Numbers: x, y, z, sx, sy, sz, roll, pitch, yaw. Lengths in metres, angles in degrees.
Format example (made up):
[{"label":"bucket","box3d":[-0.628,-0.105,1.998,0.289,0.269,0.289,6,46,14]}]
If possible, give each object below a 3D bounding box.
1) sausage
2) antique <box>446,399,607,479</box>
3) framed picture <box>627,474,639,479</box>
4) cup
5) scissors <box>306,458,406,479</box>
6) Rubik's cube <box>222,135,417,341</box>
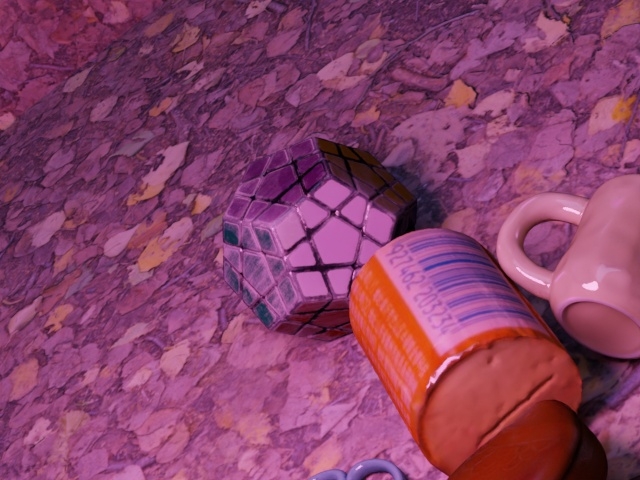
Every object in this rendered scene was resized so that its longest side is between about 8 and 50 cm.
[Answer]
[{"label":"sausage","box3d":[0.185,0.144,1.888,0.233,0.233,0.287,-37,34,2]},{"label":"antique","box3d":[0.231,0.319,1.702,0.278,0.129,0.223,-46,12,-18]},{"label":"framed picture","box3d":[0.315,0.355,1.646,0.195,0.010,0.199,-33,14,36]},{"label":"cup","box3d":[0.371,0.017,1.863,0.202,0.255,0.173,-59,-1,-29]},{"label":"scissors","box3d":[0.010,0.478,1.840,0.192,0.029,0.447,-18,39,28]},{"label":"Rubik's cube","box3d":[0.000,0.000,2.185,0.264,0.319,0.319,12,54,17]}]
